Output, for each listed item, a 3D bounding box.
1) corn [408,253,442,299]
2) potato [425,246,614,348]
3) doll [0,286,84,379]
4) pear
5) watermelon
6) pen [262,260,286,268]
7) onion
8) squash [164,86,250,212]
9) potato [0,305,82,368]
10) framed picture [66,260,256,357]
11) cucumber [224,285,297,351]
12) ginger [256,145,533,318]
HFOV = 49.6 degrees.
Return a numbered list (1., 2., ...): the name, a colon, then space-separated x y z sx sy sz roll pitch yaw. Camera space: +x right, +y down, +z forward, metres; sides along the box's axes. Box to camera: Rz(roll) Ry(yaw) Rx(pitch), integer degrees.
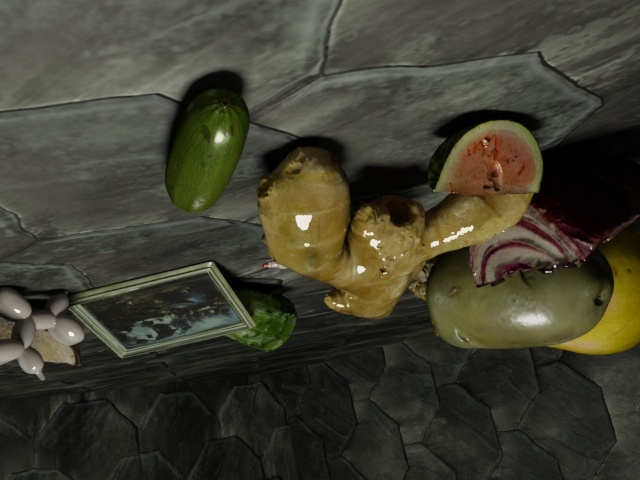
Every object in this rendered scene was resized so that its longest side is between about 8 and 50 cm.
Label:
1. corn: 0.284 0.081 1.504 0.115 0.115 0.317 -21 163 33
2. potato: 0.348 0.075 1.254 0.326 0.243 0.221 -6 162 36
3. doll: -0.462 0.142 1.121 0.059 0.161 0.160 -26 142 35
4. pear: 0.533 0.101 1.426 0.336 0.285 0.285 -9 167 23
5. watermelon: 0.185 -0.101 0.810 0.163 0.087 0.069 -1 -166 -30
6. pen: 0.003 0.028 1.247 0.218 0.026 0.026 -9 166 -7
7. onion: 0.351 -0.052 1.013 0.280 0.146 0.314 -32 175 -25
8. squash: -0.118 -0.073 0.682 0.066 0.066 0.252 -6 165 -19
9. potato: -0.546 0.145 1.219 0.261 0.100 0.120 8 122 -14
10. framed picture: -0.293 0.139 1.279 0.296 0.019 0.232 -14 141 10
11. cucumber: -0.158 0.152 1.422 0.134 0.134 0.244 -17 161 21
12. ginger: 0.057 0.019 0.917 0.363 0.122 0.348 -7 146 -31
